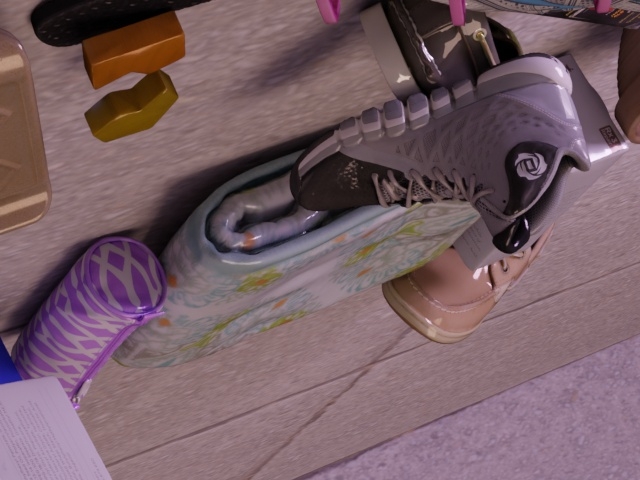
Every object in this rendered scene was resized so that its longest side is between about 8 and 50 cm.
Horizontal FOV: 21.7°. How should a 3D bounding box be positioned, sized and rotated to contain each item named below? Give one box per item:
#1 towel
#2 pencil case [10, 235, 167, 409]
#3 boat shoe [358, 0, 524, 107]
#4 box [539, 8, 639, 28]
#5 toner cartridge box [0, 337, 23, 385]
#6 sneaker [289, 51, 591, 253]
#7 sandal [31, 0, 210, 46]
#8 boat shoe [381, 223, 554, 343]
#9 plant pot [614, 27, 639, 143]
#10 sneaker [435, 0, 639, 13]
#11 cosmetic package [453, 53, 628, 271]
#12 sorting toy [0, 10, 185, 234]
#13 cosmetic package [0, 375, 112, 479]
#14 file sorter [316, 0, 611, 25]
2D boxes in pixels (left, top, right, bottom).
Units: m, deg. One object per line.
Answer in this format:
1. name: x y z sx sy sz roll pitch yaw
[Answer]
1. towel: 0.000 0.000 1.594 0.374 0.090 0.320 -20 164 -28
2. pencil case: -0.209 0.077 1.493 0.086 0.088 0.206 -9 155 -34
3. boat shoe: 0.122 -0.133 1.358 0.091 0.109 0.305 -27 162 13
4. box: 0.288 -0.279 1.238 0.307 0.076 0.242 -37 163 30
5. toner cartridge box: -0.440 0.179 1.434 0.348 0.075 0.165 -31 164 6
6. sneaker: 0.092 -0.041 1.238 0.229 0.132 0.086 -23 156 13
7. sandal: -0.095 -0.166 1.013 0.179 0.040 0.067 -17 162 12
8. boat shoe: 0.175 0.013 1.897 0.110 0.121 0.341 -51 173 29
9. plant pot: 0.367 -0.199 1.577 0.237 0.109 0.237 -26 166 -7
10. sneaker: 0.151 -0.203 1.123 0.283 0.110 0.122 6 165 -17
11. cosmetic package: 0.199 -0.073 1.676 0.085 0.117 0.231 -22 163 -28
12. sorting toy: -0.235 -0.061 1.059 0.307 0.041 0.229 -20 159 -12
13. cosmetic package: -0.292 0.222 1.402 0.151 0.151 0.184 -37 164 25
14. file sorter: 0.127 -0.210 0.764 0.291 0.182 0.202 -3 167 7
